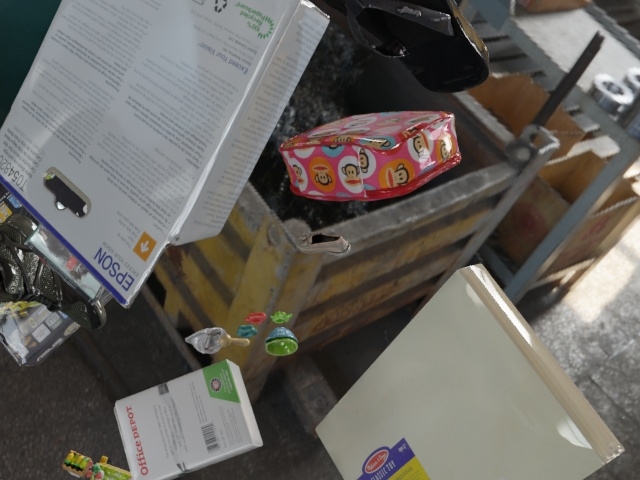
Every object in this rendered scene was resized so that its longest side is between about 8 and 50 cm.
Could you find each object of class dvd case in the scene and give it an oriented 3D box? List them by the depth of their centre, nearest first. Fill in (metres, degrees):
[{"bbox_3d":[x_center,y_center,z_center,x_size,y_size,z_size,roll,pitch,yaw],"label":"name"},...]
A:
[{"bbox_3d":[-0.325,0.017,0.953,0.119,0.013,0.087,52,31,-26],"label":"dvd case"}]

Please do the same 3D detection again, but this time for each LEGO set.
[{"bbox_3d":[-0.400,0.514,1.413,0.132,0.107,0.287,-37,80,-3],"label":"LEGO set"}]

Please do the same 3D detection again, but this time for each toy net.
[{"bbox_3d":[-0.166,0.199,1.473,0.232,0.122,0.045,-7,56,2],"label":"toy net"}]

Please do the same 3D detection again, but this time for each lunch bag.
[{"bbox_3d":[0.099,-0.168,1.314,0.293,0.120,0.258,8,31,46],"label":"lunch bag"}]

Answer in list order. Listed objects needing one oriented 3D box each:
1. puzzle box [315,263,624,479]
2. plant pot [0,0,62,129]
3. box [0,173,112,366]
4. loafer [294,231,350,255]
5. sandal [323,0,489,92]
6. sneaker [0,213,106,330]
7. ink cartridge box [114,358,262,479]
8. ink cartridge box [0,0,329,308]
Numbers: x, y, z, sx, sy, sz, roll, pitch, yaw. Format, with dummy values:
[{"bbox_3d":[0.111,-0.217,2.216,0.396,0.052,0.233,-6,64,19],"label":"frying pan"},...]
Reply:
[{"bbox_3d":[0.161,0.260,0.952,0.052,0.409,0.272,-11,57,-41],"label":"puzzle box"},{"bbox_3d":[-0.429,-0.305,1.246,0.290,0.290,0.195,24,12,-2],"label":"plant pot"},{"bbox_3d":[-0.562,0.017,1.519,0.395,0.097,0.318,-42,82,-2],"label":"box"},{"bbox_3d":[0.000,0.000,1.380,0.125,0.039,0.045,8,52,36],"label":"loafer"},{"bbox_3d":[0.079,-0.193,0.645,0.254,0.097,0.055,24,62,-44],"label":"sandal"},{"bbox_3d":[-0.444,0.082,1.130,0.227,0.087,0.130,55,43,-25],"label":"sneaker"},{"bbox_3d":[-0.236,0.329,1.291,0.219,0.092,0.160,-20,73,1],"label":"ink cartridge box"},{"bbox_3d":[-0.129,-0.100,0.510,0.223,0.224,0.045,37,10,33],"label":"ink cartridge box"}]
